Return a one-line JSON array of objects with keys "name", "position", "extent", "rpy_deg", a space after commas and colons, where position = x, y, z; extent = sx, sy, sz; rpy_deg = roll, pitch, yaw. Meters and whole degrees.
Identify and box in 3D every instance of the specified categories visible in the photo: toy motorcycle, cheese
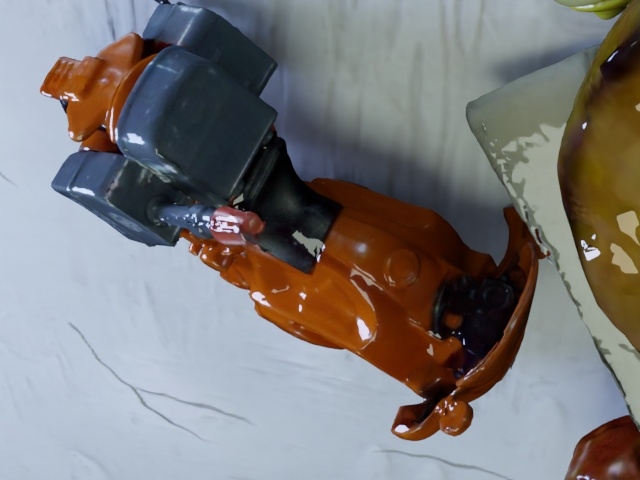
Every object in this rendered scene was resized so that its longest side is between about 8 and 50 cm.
[{"name": "toy motorcycle", "position": [0.000, 0.000, 0.945], "extent": [0.326, 0.147, 0.221], "rpy_deg": [37, 163, -32]}, {"name": "cheese", "position": [0.203, 0.086, 0.908], "extent": [0.085, 0.034, 0.400], "rpy_deg": [-26, 102, 16]}]

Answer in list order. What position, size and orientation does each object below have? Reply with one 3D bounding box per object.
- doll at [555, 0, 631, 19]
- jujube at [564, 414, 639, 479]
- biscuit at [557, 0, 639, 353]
[{"name": "doll", "position": [0.101, -0.163, 0.746], "extent": [0.106, 0.062, 0.162], "rpy_deg": [-25, 128, 34]}, {"name": "jujube", "position": [0.269, 0.186, 1.036], "extent": [0.250, 0.174, 0.174], "rpy_deg": [16, 144, 10]}, {"name": "biscuit", "position": [0.251, -0.016, 0.750], "extent": [0.296, 0.102, 0.296], "rpy_deg": [20, 140, 18]}]
